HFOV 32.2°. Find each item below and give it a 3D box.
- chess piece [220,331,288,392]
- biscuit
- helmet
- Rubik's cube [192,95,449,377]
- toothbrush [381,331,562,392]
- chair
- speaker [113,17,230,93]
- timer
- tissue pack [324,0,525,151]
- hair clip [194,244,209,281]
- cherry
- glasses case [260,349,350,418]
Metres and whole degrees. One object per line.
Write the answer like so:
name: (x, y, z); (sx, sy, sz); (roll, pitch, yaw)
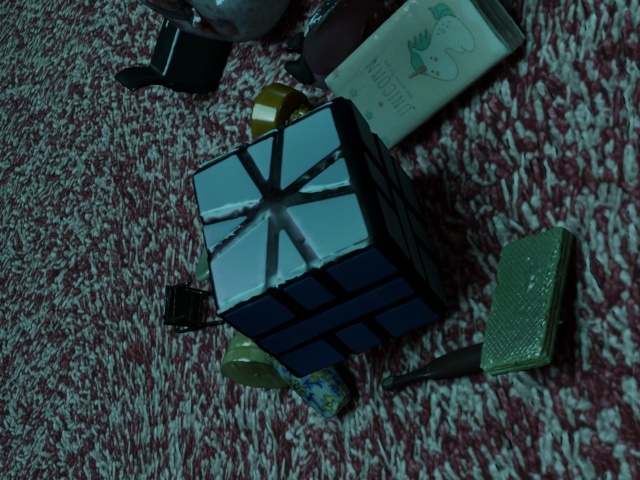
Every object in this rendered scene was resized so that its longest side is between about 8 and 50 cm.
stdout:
chess piece: (-0.090, 0.117, 2.048); (0.137, 0.137, 0.301); (-25, 46, 50)
biscuit: (0.282, 0.083, 1.518); (0.121, 0.040, 0.199); (-21, 46, 50)
helmet: (0.041, -0.360, 1.957); (0.253, 0.154, 0.198); (-26, 33, 55)
Rubik's cube: (0.000, 0.000, 1.706); (0.288, 0.283, 0.294); (-26, 57, 15)
toothbrush: (0.208, 0.180, 1.635); (0.364, 0.041, 0.041); (-26, 58, 48)
chair: (-0.295, 0.145, 2.337); (0.212, 0.101, 0.084); (-15, 66, 52)
speaker: (-0.301, -0.505, 2.498); (0.180, 0.184, 0.388); (35, 107, 55)
timer: (-0.034, -0.222, 2.088); (0.152, 0.132, 0.132); (15, 92, 34)
tissue pack: (0.159, -0.287, 1.779); (0.170, 0.071, 0.325); (52, 134, 0)
hair clip: (-0.179, -0.011, 2.228); (0.172, 0.113, 0.282); (-23, 55, 50)
cherry: (-0.190, -0.560, 2.260); (0.335, 0.291, 0.326); (-48, 41, 9)
glasses case: (-0.044, 0.197, 1.898); (0.248, 0.065, 0.087); (48, 139, 15)
